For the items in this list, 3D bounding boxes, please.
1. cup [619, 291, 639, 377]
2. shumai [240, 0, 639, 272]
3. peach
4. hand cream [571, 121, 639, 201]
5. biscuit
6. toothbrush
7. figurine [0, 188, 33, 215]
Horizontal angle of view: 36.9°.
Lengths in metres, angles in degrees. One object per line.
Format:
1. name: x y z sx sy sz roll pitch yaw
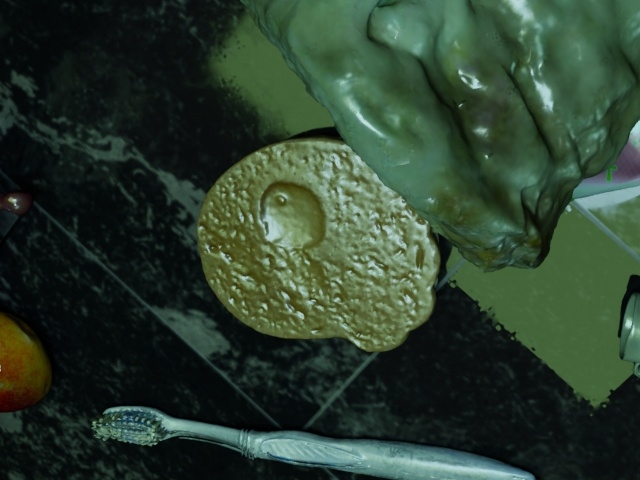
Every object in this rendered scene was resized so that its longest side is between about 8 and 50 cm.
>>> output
1. cup: 0.279 0.084 0.750 0.083 0.054 0.074 12 104 11
2. shumai: 0.116 -0.162 0.627 0.263 0.304 0.309 -41 89 9
3. peach: -0.303 0.117 0.898 0.101 0.101 0.100 4 103 15
4. hand cream: 0.271 -0.102 0.719 0.275 0.050 0.079 -28 119 14
5. biscuit: 0.000 0.000 0.811 0.208 0.049 0.180 3 104 15
6. toothbrush: -0.011 0.190 0.866 0.414 0.042 0.035 5 103 13
7. figurine: -0.431 -0.041 0.847 0.323 0.196 0.320 26 151 17
